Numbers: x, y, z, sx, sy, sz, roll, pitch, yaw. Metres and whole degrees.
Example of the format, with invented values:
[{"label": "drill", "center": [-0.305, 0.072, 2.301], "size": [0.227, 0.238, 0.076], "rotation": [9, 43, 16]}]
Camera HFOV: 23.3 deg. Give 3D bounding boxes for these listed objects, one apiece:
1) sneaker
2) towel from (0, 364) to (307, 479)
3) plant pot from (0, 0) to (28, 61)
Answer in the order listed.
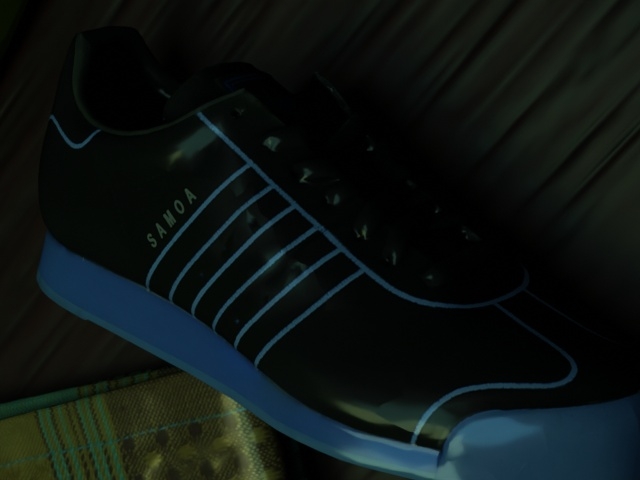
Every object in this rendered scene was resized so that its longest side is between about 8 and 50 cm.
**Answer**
[{"label": "sneaker", "center": [0.000, 0.000, 0.470], "size": [0.232, 0.081, 0.090], "rotation": [19, 115, 31]}, {"label": "towel", "center": [-0.132, 0.203, 0.617], "size": [0.370, 0.040, 0.271], "rotation": [-16, 88, 33]}, {"label": "plant pot", "center": [-0.279, -0.061, 0.567], "size": [0.227, 0.228, 0.207], "rotation": [41, 124, 22]}]
